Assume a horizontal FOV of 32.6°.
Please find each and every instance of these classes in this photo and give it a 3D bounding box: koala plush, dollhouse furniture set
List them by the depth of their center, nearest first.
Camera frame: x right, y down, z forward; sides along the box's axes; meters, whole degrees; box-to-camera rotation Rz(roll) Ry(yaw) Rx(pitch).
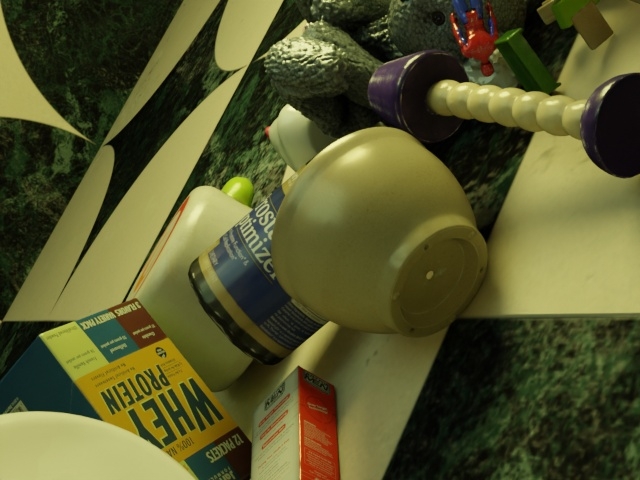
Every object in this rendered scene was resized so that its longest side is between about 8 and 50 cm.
[{"bbox_3d":[0.222,-0.189,0.906,0.152,0.058,0.076,-40,12,-7],"label":"dollhouse furniture set"},{"bbox_3d":[0.098,-0.195,1.035,0.221,0.203,0.196,-15,53,32],"label":"koala plush"}]

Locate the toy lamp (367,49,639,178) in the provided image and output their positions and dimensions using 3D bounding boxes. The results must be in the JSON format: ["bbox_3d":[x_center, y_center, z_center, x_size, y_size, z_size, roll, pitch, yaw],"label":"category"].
[{"bbox_3d":[0.131,-0.101,0.828,0.275,0.080,0.080,21,80,57],"label":"toy lamp"}]

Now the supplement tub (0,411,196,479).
[{"bbox_3d":[-0.228,0.324,0.828,0.241,0.241,0.331,-101,31,-61],"label":"supplement tub"}]

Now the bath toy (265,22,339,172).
[{"bbox_3d":[0.034,-0.226,1.225,0.129,0.151,0.348,3,70,56],"label":"bath toy"}]

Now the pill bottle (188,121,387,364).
[{"bbox_3d":[0.000,0.000,0.975,0.219,0.123,0.123,-41,23,9],"label":"pill bottle"}]

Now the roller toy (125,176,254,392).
[{"bbox_3d":[-0.112,0.056,1.143,0.209,0.146,0.191,-55,11,24],"label":"roller toy"}]

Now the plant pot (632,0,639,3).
[{"bbox_3d":[0.275,-0.348,0.668,0.323,0.323,0.280,-26,22,55],"label":"plant pot"}]

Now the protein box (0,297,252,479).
[{"bbox_3d":[-0.201,0.202,1.003,0.200,0.201,0.136,-46,-12,29],"label":"protein box"}]

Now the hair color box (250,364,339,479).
[{"bbox_3d":[-0.022,0.179,0.908,0.072,0.043,0.141,-48,24,26],"label":"hair color box"}]

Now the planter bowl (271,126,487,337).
[{"bbox_3d":[0.058,0.007,0.842,0.109,0.162,0.162,38,96,43],"label":"planter bowl"}]

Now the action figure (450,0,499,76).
[{"bbox_3d":[0.129,-0.194,0.932,0.038,0.115,0.030,-15,-9,6],"label":"action figure"}]
